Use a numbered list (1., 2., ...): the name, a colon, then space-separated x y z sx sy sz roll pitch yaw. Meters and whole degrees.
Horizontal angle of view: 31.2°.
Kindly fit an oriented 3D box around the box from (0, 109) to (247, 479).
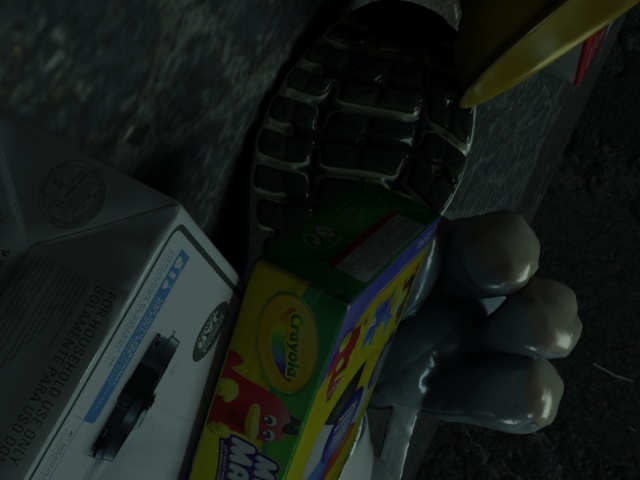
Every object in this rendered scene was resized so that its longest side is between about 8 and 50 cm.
1. box: -0.103 0.076 0.531 0.169 0.087 0.290 -61 166 -12

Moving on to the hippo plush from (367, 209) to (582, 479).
1. hippo plush: 0.148 0.096 1.173 0.294 0.234 0.236 -68 165 12

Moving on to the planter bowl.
1. planter bowl: 0.142 -0.172 0.639 0.217 0.090 0.217 -35 175 -4

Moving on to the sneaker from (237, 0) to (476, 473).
1. sneaker: 0.000 0.000 0.755 0.147 0.130 0.329 -118 -131 -82

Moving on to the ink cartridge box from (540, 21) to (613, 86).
1. ink cartridge box: 0.272 -0.323 1.122 0.272 0.114 0.197 -58 164 -20

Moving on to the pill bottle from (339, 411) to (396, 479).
1. pill bottle: -0.015 0.266 0.908 0.176 0.176 0.318 -49 141 -47

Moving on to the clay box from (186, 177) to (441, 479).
1. clay box: -0.014 0.090 0.584 0.127 0.053 0.222 -40 151 -58
